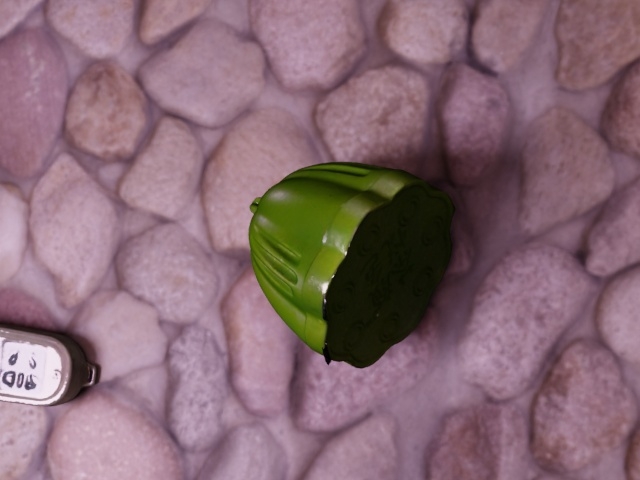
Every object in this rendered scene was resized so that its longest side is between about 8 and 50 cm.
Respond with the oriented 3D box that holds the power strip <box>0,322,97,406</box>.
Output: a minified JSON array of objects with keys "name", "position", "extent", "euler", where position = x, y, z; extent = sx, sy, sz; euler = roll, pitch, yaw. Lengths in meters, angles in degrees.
[{"name":"power strip","position":[-0.356,0.113,1.412],"extent":[0.286,0.048,0.080],"euler":[8,91,13]}]

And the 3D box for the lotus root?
[{"name":"lotus root","position":[0.000,0.000,1.277],"extent":[0.186,0.186,0.186],"euler":[0,88,14]}]
